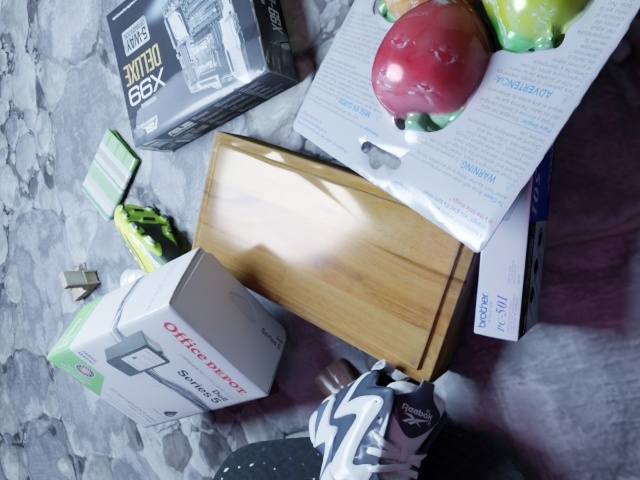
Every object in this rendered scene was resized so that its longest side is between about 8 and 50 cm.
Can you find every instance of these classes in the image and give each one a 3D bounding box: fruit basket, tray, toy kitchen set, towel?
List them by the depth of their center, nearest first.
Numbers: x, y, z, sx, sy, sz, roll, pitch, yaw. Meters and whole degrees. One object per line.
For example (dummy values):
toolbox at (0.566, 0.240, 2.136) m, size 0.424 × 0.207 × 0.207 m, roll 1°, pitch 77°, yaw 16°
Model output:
fruit basket at (0.136, -0.211, 0.456) m, size 0.327 × 0.166 × 0.352 m, roll 43°, pitch 115°, yaw 46°
tray at (0.000, 0.000, 0.644) m, size 0.411 × 0.076 × 0.202 m, roll 23°, pitch 106°, yaw 32°
towel at (-0.415, -0.129, 0.952) m, size 0.113 × 0.023 × 0.152 m, roll 45°, pitch 114°, yaw 21°
toy kitchen set at (-0.524, 0.081, 1.004) m, size 0.083 × 0.075 × 0.068 m, roll -35°, pitch 73°, yaw 26°

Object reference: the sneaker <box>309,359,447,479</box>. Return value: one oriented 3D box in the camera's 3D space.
sneaker at (0.073, 0.218, 0.480) m, size 0.094 × 0.235 × 0.153 m, roll 30°, pitch 108°, yaw -18°

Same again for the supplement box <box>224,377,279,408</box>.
supplement box at (-0.116, 0.230, 0.750) m, size 0.083 × 0.055 × 0.043 m, roll -21°, pitch 83°, yaw 34°

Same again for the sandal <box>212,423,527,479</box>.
sandal at (0.050, 0.325, 0.604) m, size 0.446 × 0.167 × 0.107 m, roll -14°, pitch 122°, yaw 34°

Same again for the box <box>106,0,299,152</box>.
box at (-0.197, -0.304, 0.754) m, size 0.308 × 0.077 × 0.242 m, roll -16°, pitch 85°, yaw 34°

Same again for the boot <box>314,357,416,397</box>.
boot at (0.056, 0.188, 0.642) m, size 0.106 × 0.037 × 0.114 m, roll -40°, pitch 41°, yaw -7°

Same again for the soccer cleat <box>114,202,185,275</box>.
soccer cleat at (-0.278, 0.043, 0.825) m, size 0.289 × 0.094 × 0.121 m, roll 42°, pitch 117°, yaw 24°

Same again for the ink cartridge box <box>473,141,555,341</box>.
ink cartridge box at (0.200, -0.011, 0.491) m, size 0.046 × 0.097 × 0.206 m, roll 7°, pitch 97°, yaw 34°

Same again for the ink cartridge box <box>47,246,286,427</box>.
ink cartridge box at (-0.220, 0.154, 0.702) m, size 0.273 × 0.114 × 0.198 m, roll -24°, pitch 120°, yaw 29°

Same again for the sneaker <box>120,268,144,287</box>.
sneaker at (-0.336, 0.127, 0.894) m, size 0.061 × 0.054 × 0.152 m, roll -7°, pitch 89°, yaw 32°
